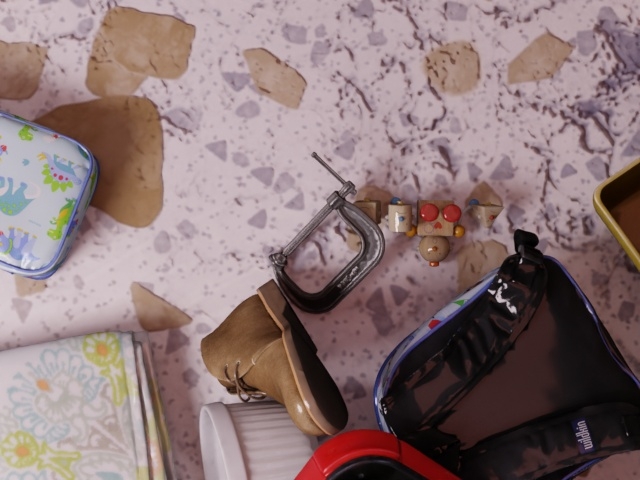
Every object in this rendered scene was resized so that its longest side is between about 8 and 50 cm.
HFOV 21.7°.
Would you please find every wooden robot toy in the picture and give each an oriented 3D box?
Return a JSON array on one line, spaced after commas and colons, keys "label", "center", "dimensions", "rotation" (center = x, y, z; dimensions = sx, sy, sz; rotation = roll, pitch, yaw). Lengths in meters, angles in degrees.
[{"label": "wooden robot toy", "center": [0.124, -0.007, 1.924], "dimensions": [0.173, 0.076, 0.079], "rotation": [1, 97, -1]}]

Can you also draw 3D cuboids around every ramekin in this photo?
[{"label": "ramekin", "center": [-0.059, 0.272, 1.836], "dimensions": [0.109, 0.207, 0.207], "rotation": [-9, 87, -13]}]

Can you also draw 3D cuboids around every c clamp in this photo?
[{"label": "c clamp", "center": [0.000, 0.000, 1.922], "dimensions": [0.137, 0.022, 0.160], "rotation": [38, 107, 1]}]

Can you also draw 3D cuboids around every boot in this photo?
[{"label": "boot", "center": [-0.053, 0.147, 1.802], "dimensions": [0.115, 0.305, 0.112], "rotation": [-31, 112, -2]}]

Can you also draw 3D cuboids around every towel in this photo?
[{"label": "towel", "center": [-0.345, 0.283, 1.883], "dimensions": [0.375, 0.090, 0.320], "rotation": [-11, 84, -2]}]

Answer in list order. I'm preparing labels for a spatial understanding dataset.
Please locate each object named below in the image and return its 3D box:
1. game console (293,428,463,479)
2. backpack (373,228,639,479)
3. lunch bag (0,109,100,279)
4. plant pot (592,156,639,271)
[{"label": "game console", "center": [0.054, 0.416, 1.757], "dimensions": [0.342, 0.060, 0.386], "rotation": [33, 100, -18]}, {"label": "backpack", "center": [0.192, 0.171, 1.843], "dimensions": [0.263, 0.213, 0.276], "rotation": [-32, 85, -12]}, {"label": "lunch bag", "center": [-0.375, -0.059, 1.899], "dimensions": [0.219, 0.090, 0.176], "rotation": [20, 85, 0]}, {"label": "plant pot", "center": [0.431, -0.020, 1.873], "dimensions": [0.212, 0.187, 0.212], "rotation": [-35, 88, -3]}]
